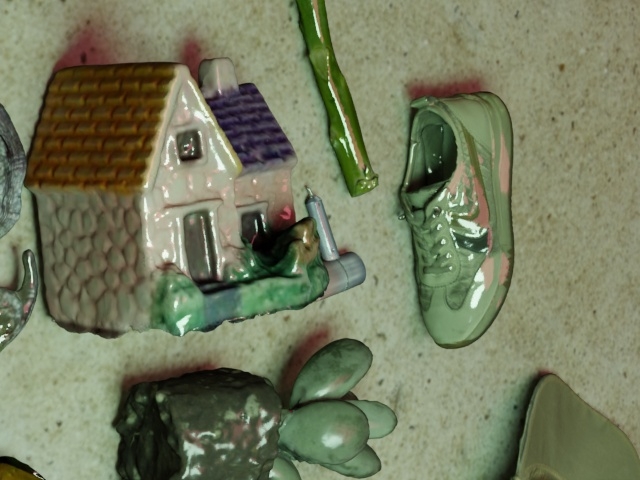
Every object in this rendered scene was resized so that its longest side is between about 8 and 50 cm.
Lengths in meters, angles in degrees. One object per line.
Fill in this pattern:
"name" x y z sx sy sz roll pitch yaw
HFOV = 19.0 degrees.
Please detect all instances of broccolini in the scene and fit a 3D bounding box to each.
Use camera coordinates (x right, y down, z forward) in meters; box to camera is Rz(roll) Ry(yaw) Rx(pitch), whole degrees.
"broccolini" 0.014 -0.236 1.913 0.079 0.074 0.392 -22 103 -28

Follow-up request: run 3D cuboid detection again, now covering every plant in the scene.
"plant" -0.055 0.186 1.829 0.274 0.149 0.146 -9 112 -34

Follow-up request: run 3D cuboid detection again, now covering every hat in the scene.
"hat" 0.251 0.290 2.112 0.214 0.149 0.245 41 31 -23

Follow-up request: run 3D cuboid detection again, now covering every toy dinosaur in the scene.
"toy dinosaur" -0.328 -0.036 1.664 0.162 0.077 0.294 -14 113 -40

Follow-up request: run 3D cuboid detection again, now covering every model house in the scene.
"model house" -0.120 -0.051 1.735 0.237 0.202 0.237 -13 99 -36

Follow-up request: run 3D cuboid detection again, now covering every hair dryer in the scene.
"hair dryer" 0.000 0.000 1.937 0.063 0.037 0.114 -20 95 -34

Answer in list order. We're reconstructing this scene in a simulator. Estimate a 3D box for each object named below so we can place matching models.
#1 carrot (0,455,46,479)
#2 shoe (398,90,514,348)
"carrot" -0.247 0.270 1.721 0.173 0.082 0.082 47 64 -24
"shoe" 0.134 -0.024 1.997 0.098 0.103 0.275 6 81 -36
